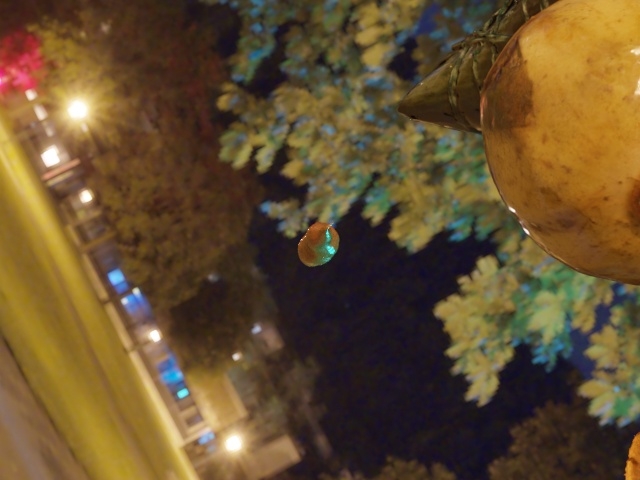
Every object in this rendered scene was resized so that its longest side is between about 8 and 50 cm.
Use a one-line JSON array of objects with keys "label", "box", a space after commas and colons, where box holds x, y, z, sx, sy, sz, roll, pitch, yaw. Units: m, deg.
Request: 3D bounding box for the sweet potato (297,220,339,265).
[{"label": "sweet potato", "box": [0.000, 0.000, 1.648, 0.056, 0.056, 0.195, 61, -12, 10]}]

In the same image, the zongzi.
[{"label": "zongzi", "box": [0.300, -0.268, 1.351, 0.383, 0.319, 0.362, 24, -48, 61]}]

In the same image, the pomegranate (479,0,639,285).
[{"label": "pomegranate", "box": [0.279, -0.102, 1.044, 0.281, 0.281, 0.281, 60, -10, 17]}]

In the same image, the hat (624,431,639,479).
[{"label": "hat", "box": [0.486, 0.266, 1.286, 0.244, 0.233, 0.233, 39, -52, 24]}]
